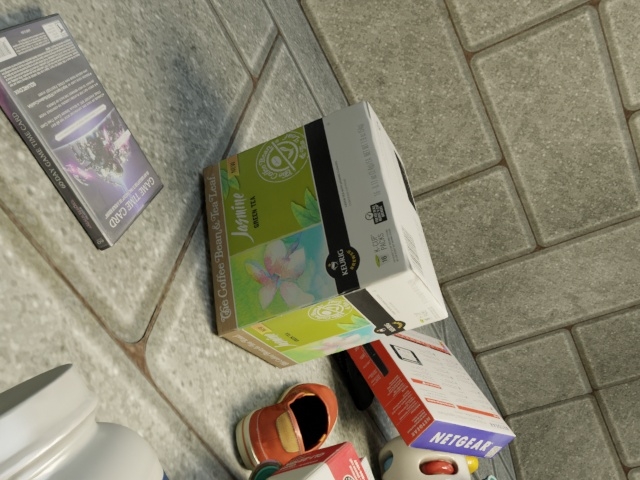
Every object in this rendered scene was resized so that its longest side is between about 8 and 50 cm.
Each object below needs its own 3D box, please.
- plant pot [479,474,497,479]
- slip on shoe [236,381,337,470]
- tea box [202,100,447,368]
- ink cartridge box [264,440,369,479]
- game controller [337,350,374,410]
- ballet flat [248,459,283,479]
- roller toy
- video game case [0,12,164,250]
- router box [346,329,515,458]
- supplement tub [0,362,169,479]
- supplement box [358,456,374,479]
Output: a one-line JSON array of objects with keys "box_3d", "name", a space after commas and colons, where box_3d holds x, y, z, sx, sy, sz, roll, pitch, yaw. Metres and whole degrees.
[{"box_3d": [0.253, 0.627, 1.256, 0.271, 0.255, 0.271, 57, 20, -34], "name": "plant pot"}, {"box_3d": [-0.024, 0.296, 1.064, 0.123, 0.101, 0.331, 70, 16, 11], "name": "slip on shoe"}, {"box_3d": [0.000, 0.000, 1.101, 0.220, 0.323, 0.329, 45, 29, -55], "name": "tea box"}, {"box_3d": [-0.033, 0.391, 0.748, 0.273, 0.114, 0.197, -19, 82, -55], "name": "ink cartridge box"}, {"box_3d": [0.109, 0.286, 1.580, 0.319, 0.067, 0.166, -35, 118, -72], "name": "game controller"}, {"box_3d": [-0.052, 0.406, 0.917, 0.079, 0.077, 0.221, -126, -162, -84], "name": "ballet flat"}, {"box_3d": [0.229, 0.507, 1.419, 0.191, 0.209, 0.146, 46, 26, -40], "name": "roller toy"}, {"box_3d": [-0.312, -0.145, 0.833, 0.274, 0.026, 0.196, 63, 18, -22], "name": "video game case"}, {"box_3d": [0.233, 0.319, 1.415, 0.335, 0.082, 0.301, 25, 22, -43], "name": "router box"}, {"box_3d": [-0.171, 0.263, 0.411, 0.316, 0.228, 0.228, 63, 17, -5], "name": "supplement tub"}, {"box_3d": [0.051, 0.485, 1.049, 0.220, 0.111, 0.114, 70, 17, 3], "name": "supplement box"}]
